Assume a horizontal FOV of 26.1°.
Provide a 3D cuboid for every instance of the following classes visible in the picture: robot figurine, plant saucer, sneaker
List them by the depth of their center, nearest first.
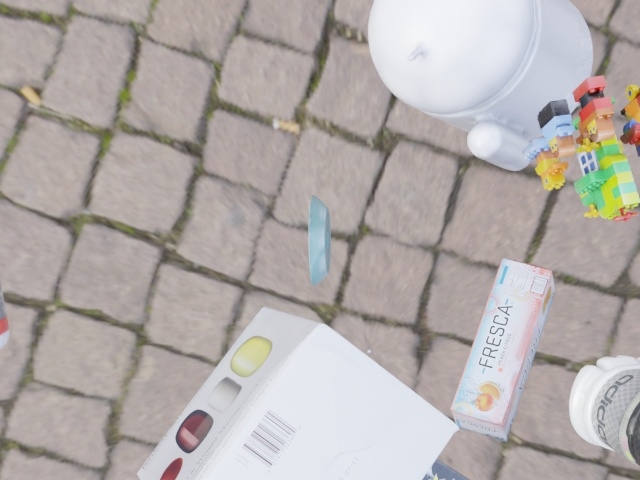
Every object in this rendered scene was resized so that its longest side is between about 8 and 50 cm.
[{"bbox_3d":[0.211,0.097,0.680,0.170,0.075,0.063,10,100,-14],"label":"sneaker"},{"bbox_3d":[0.188,-0.230,1.610,0.199,0.353,0.300,-20,72,29],"label":"robot figurine"},{"bbox_3d":[0.000,0.000,1.797,0.021,0.119,0.119,0,85,4],"label":"plant saucer"}]

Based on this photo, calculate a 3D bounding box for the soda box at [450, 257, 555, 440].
[{"bbox_3d":[0.196,0.115,1.468,0.058,0.063,0.183,15,69,20],"label":"soda box"}]

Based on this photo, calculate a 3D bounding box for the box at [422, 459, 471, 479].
[{"bbox_3d":[0.209,0.375,1.806,0.232,0.183,0.059,31,71,9],"label":"box"}]

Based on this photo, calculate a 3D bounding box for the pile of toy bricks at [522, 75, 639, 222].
[{"bbox_3d":[0.247,-0.064,1.187,0.118,0.212,0.105,-10,76,-15],"label":"pile of toy bricks"}]

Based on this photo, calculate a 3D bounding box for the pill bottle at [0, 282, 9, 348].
[{"bbox_3d":[-0.539,-0.019,1.799,0.210,0.210,0.363,-9,97,1],"label":"pill bottle"}]

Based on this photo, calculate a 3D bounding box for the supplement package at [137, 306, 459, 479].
[{"bbox_3d":[-0.027,0.178,1.148,0.149,0.203,0.194,39,81,-13],"label":"supplement package"}]
